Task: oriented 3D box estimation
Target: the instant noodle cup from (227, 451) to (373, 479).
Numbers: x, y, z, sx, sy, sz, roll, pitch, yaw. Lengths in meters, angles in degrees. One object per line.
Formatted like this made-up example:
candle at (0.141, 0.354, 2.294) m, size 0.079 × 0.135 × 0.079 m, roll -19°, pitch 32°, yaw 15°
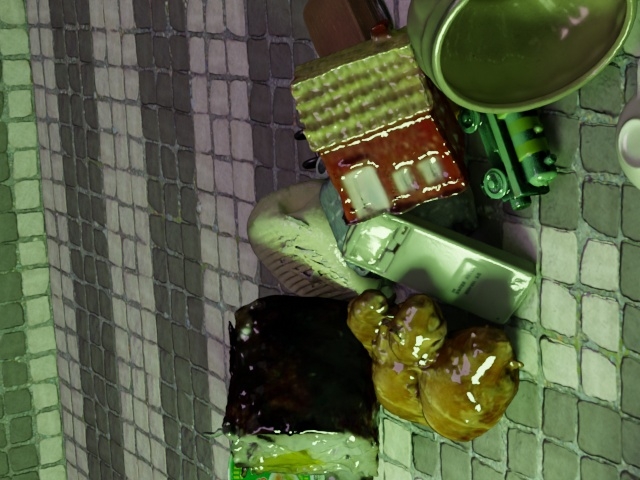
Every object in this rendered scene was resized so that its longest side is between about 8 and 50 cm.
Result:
instant noodle cup at (-0.028, 0.434, 2.470) m, size 0.233 × 0.207 × 0.207 m, roll -12°, pitch 89°, yaw 51°

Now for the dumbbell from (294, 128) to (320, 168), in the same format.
dumbbell at (-0.007, -0.169, 2.361) m, size 0.069 × 0.069 × 0.147 m, roll -27°, pitch 77°, yaw 57°

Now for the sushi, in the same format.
sushi at (-0.028, 0.254, 2.253) m, size 0.299 × 0.281 × 0.294 m, roll 57°, pitch -148°, yaw -58°

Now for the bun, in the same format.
bun at (0.005, 0.002, 2.294) m, size 0.273 × 0.168 × 0.273 m, roll 27°, pitch 149°, yaw 18°

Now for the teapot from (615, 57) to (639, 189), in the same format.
teapot at (0.434, -0.137, 1.669) m, size 0.145 × 0.092 × 0.226 m, roll -6°, pitch 91°, yaw 57°

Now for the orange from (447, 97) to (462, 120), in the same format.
orange at (0.164, -0.246, 1.988) m, size 0.136 × 0.159 × 0.159 m, roll 22°, pitch 124°, yaw 14°

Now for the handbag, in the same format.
handbag at (0.052, -0.353, 2.218) m, size 0.151 × 0.072 × 0.193 m, roll -51°, pitch 55°, yaw 51°

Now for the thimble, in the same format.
thimble at (0.126, -0.050, 2.078) m, size 0.236 × 0.205 × 0.172 m, roll -30°, pitch 77°, yaw 26°

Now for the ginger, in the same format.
ginger at (0.182, 0.184, 2.049) m, size 0.357 × 0.152 × 0.274 m, roll 9°, pitch 130°, yaw 58°

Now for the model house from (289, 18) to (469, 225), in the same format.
model house at (0.080, -0.180, 1.855) m, size 0.160 × 0.196 × 0.254 m, roll -75°, pitch -35°, yaw -59°

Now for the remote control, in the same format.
remote control at (0.176, 0.031, 1.972) m, size 0.038 × 0.285 × 0.123 m, roll -76°, pitch 9°, yaw -50°

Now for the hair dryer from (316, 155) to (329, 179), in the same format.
hair dryer at (0.042, -0.170, 2.288) m, size 0.047 × 0.082 × 0.137 m, roll 6°, pitch 88°, yaw 57°

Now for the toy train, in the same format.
toy train at (0.281, -0.150, 1.908) m, size 0.132 × 0.083 × 0.200 m, roll -36°, pitch 70°, yaw 52°

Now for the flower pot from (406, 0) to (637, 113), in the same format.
flower pot at (0.244, -0.348, 1.733) m, size 0.307 × 0.307 × 0.244 m, roll 116°, pitch 147°, yaw -43°
